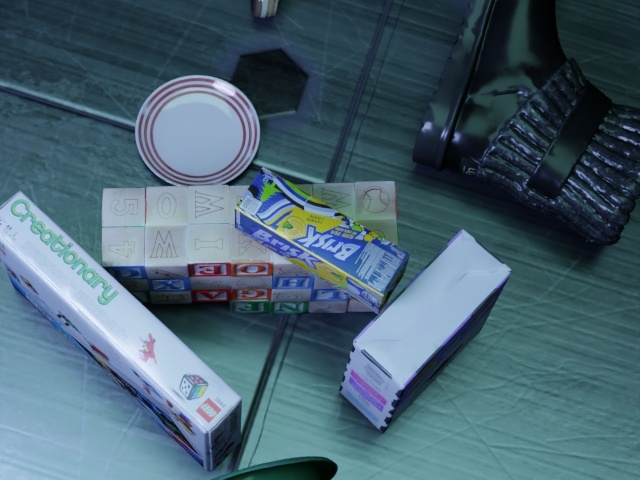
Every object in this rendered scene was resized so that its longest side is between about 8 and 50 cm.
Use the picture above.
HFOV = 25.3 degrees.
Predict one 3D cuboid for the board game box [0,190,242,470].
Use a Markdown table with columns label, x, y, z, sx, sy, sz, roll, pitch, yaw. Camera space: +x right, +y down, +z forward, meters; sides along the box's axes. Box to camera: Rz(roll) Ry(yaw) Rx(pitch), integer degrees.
| label | x | y | z | sx | sy | sz | roll | pitch | yaw |
| --- | --- | --- | --- | --- | --- | --- | --- | --- | --- |
| board game box | -0.205 | 0.098 | 1.443 | 0.305 | 0.193 | 0.053 | 42 | 73 | 10 |

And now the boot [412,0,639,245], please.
| label | x | y | z | sx | sy | sz | roll | pitch | yaw |
| --- | --- | --- | --- | --- | --- | --- | --- | --- | --- |
| boot | 0.281 | -0.185 | 1.610 | 0.260 | 0.131 | 0.348 | 21 | 80 | 11 |

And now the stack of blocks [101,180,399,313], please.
| label | x | y | z | sx | sy | sz | roll | pitch | yaw |
| --- | --- | --- | --- | --- | --- | --- | --- | --- | --- |
| stack of blocks | -0.073 | 0.012 | 1.495 | 0.297 | 0.171 | 0.087 | -1 | 70 | -3 |

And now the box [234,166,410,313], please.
| label | x | y | z | sx | sy | sz | roll | pitch | yaw |
| --- | --- | --- | --- | --- | --- | --- | --- | --- | --- |
| box | 0.000 | 0.000 | 1.380 | 0.169 | 0.059 | 0.054 | 31 | 71 | 9 |

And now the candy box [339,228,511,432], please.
| label | x | y | z | sx | sy | sz | roll | pitch | yaw |
| --- | --- | --- | --- | --- | --- | --- | --- | --- | --- |
| candy box | 0.103 | 0.098 | 1.462 | 0.070 | 0.196 | 0.165 | 42 | 72 | 11 |

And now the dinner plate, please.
| label | x | y | z | sx | sy | sz | roll | pitch | yaw |
| --- | --- | --- | --- | --- | --- | --- | --- | --- | --- |
| dinner plate | -0.139 | -0.122 | 1.622 | 0.141 | 0.017 | 0.141 | 1 | 69 | -3 |

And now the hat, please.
| label | x | y | z | sx | sy | sz | roll | pitch | yaw |
| --- | --- | --- | --- | --- | --- | --- | --- | --- | --- |
| hat | -0.033 | 0.323 | 1.379 | 0.209 | 0.173 | 0.183 | -12 | 67 | -15 |

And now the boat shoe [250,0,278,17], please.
| label | x | y | z | sx | sy | sz | roll | pitch | yaw |
| --- | --- | --- | --- | --- | --- | --- | --- | --- | --- |
| boat shoe | -0.041 | -0.346 | 1.688 | 0.072 | 0.068 | 0.190 | 10 | 69 | -13 |
